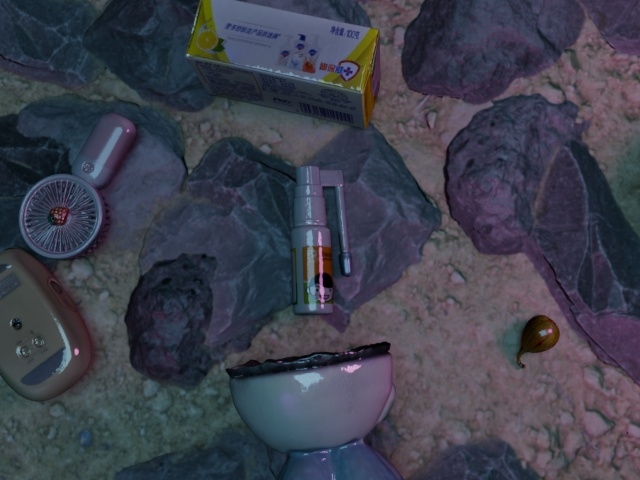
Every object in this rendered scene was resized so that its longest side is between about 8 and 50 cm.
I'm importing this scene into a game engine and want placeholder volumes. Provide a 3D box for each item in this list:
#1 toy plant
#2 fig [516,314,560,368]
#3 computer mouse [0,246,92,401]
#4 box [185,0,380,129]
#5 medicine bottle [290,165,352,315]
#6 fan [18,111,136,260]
[{"bbox_3d":[0.011,0.312,1.086,0.247,0.247,0.332,-11,84,4],"label":"toy plant"},{"bbox_3d":[0.308,0.147,1.169,0.050,0.050,0.083,34,106,8],"label":"fig"},{"bbox_3d":[-0.438,0.125,1.215,0.145,0.082,0.236,-39,79,0],"label":"computer mouse"},{"bbox_3d":[-0.047,-0.258,1.191,0.265,0.168,0.097,13,81,8],"label":"box"},{"bbox_3d":[0.000,0.000,1.209,0.092,0.061,0.221,0,82,-20],"label":"medicine bottle"},{"bbox_3d":[-0.362,-0.085,1.240,0.130,0.074,0.244,26,85,8],"label":"fan"}]
